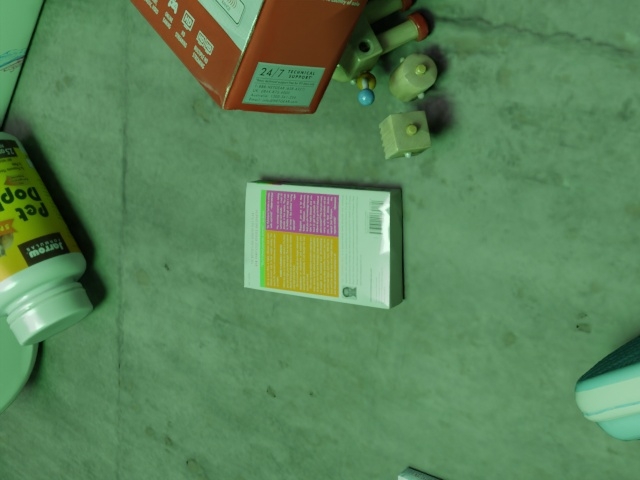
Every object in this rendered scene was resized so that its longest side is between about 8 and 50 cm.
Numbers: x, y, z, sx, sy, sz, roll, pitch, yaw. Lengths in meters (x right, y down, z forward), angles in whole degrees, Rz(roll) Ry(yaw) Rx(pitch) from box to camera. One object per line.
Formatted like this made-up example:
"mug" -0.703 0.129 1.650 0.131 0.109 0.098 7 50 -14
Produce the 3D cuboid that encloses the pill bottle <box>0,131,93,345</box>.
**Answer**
"pill bottle" -0.331 0.000 0.873 0.117 0.117 0.215 -35 83 37

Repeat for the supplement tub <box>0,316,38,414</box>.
"supplement tub" -0.492 0.104 0.972 0.272 0.191 0.191 17 113 30

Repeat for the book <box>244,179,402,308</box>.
"book" 0.000 0.000 0.690 0.144 0.035 0.096 7 105 34

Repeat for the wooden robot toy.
"wooden robot toy" 0.036 -0.140 0.617 0.173 0.076 0.079 63 163 3

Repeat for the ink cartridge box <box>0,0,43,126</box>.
"ink cartridge box" -0.421 -0.234 0.866 0.201 0.117 0.278 45 124 16

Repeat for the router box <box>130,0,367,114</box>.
"router box" -0.062 -0.303 0.556 0.335 0.082 0.301 50 128 34

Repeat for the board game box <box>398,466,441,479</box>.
"board game box" 0.107 0.250 0.695 0.090 0.020 0.090 14 112 32

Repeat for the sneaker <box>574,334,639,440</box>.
"sneaker" 0.314 0.116 0.442 0.319 0.127 0.208 -26 87 39
